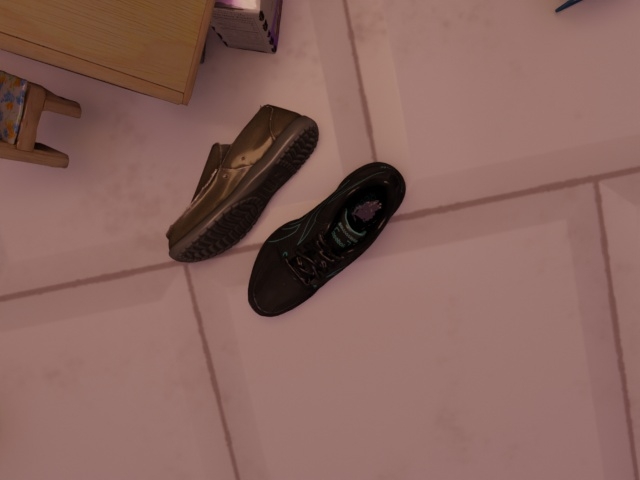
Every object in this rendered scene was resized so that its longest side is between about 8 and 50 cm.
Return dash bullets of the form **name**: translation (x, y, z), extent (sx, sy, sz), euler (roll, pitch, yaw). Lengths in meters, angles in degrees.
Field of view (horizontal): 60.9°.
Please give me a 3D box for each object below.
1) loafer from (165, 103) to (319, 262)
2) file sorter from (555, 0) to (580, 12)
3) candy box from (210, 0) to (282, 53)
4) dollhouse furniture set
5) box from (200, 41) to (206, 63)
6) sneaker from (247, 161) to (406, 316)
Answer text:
- **loafer**: translation (-0.111, -0.076, 0.707), extent (0.087, 0.094, 0.251), euler (43, 87, 20)
- **file sorter**: translation (0.314, -0.378, 0.641), extent (0.118, 0.104, 0.170), euler (-25, 96, 5)
- **candy box**: translation (-0.081, -0.316, 0.609), extent (0.070, 0.196, 0.164), euler (7, 97, 0)
- **dollhouse furniture set**: translation (-0.323, -0.262, 0.505), extent (0.394, 0.257, 0.361), euler (23, 100, 35)
- **box**: translation (-0.213, -0.297, 0.676), extent (0.137, 0.072, 0.126), euler (7, 98, -1)
- **sneaker**: translation (0.000, 0.000, 0.700), extent (0.101, 0.106, 0.267), euler (43, 98, -6)
